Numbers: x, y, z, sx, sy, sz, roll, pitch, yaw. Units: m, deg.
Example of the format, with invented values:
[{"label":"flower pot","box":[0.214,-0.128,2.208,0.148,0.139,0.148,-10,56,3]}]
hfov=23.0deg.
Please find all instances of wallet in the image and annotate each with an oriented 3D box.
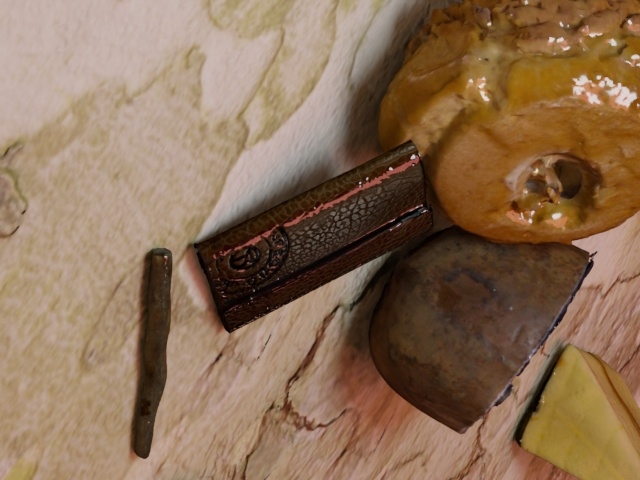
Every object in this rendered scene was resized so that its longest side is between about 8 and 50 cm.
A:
[{"label":"wallet","box":[0.000,0.000,1.576,0.243,0.039,0.133,-25,141,-10]}]

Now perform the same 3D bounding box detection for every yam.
[{"label":"yam","box":[-0.161,0.112,1.528,0.027,0.029,0.234,-3,119,-22]}]

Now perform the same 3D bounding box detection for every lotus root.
[{"label":"lotus root","box":[0.169,0.083,1.792,0.272,0.192,0.272,-60,173,-12]}]

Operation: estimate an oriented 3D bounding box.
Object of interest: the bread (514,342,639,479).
[{"label":"bread","box":[0.434,0.277,2.199,0.168,0.264,0.163,19,98,-61]}]

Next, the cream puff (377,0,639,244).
[{"label":"cream puff","box":[0.230,-0.151,1.659,0.327,0.343,0.231,97,-5,-57]}]
